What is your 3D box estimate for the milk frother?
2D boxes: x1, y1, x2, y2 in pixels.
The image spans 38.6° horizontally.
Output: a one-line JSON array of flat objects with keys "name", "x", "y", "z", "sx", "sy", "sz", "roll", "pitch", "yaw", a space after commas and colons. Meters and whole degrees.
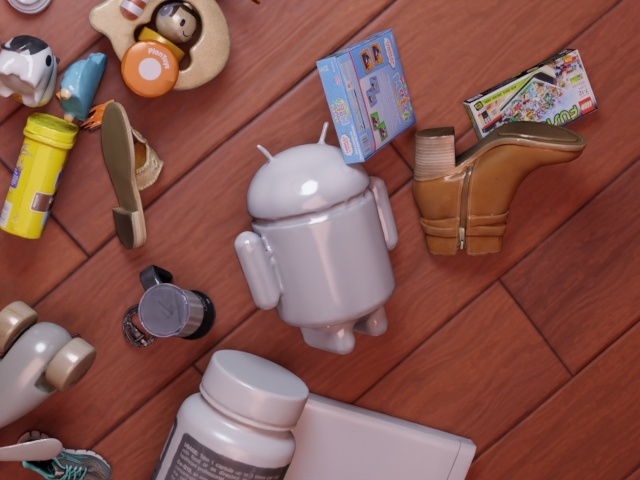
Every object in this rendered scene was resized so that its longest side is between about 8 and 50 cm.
[{"name": "milk frother", "x": -0.261, "y": 0.125, "z": 1.461, "sx": 0.129, "sy": 0.135, "sz": 0.143, "roll": 39, "pitch": 91, "yaw": 14}]

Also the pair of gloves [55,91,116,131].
[{"name": "pair of gloves", "x": -0.362, "y": -0.216, "z": 1.427, "sx": 0.074, "sy": 0.010, "sz": 0.083, "roll": -34, "pitch": 104, "yaw": -1}]

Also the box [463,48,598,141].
[{"name": "box", "x": 0.358, "y": -0.229, "z": 1.551, "sx": 0.207, "sy": 0.036, "sz": 0.114, "roll": -28, "pitch": 107, "yaw": -4}]

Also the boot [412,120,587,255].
[{"name": "boot", "x": 0.292, "y": -0.076, "z": 1.505, "sx": 0.283, "sy": 0.109, "sz": 0.220, "roll": -3, "pitch": 112, "yaw": 12}]

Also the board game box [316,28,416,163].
[{"name": "board game box", "x": 0.077, "y": -0.227, "z": 1.420, "sx": 0.039, "sy": 0.211, "sz": 0.160, "roll": -7, "pitch": 108, "yaw": 32}]

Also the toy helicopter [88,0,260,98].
[{"name": "toy helicopter", "x": -0.248, "y": -0.394, "z": 1.345, "sx": 0.235, "sy": 0.140, "sz": 0.355, "roll": -31, "pitch": 105, "yaw": -5}]

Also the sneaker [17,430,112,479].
[{"name": "sneaker", "x": -0.428, "y": 0.379, "z": 1.519, "sx": 0.166, "sy": 0.076, "sz": 0.065, "roll": 24, "pitch": 98, "yaw": -15}]

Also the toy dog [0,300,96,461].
[{"name": "toy dog", "x": -0.478, "y": 0.245, "z": 1.445, "sx": 0.333, "sy": 0.161, "sz": 0.220, "roll": -37, "pitch": 80, "yaw": 10}]

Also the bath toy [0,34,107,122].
[{"name": "bath toy", "x": -0.495, "y": -0.281, "z": 1.328, "sx": 0.348, "sy": 0.151, "sz": 0.129, "roll": 19, "pitch": 64, "yaw": -11}]

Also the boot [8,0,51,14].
[{"name": "boot", "x": -0.419, "y": -0.455, "z": 1.301, "sx": 0.095, "sy": 0.123, "sz": 0.258, "roll": 3, "pitch": 102, "yaw": -12}]

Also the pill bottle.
[{"name": "pill bottle", "x": -0.164, "y": 0.378, "z": 1.504, "sx": 0.204, "sy": 0.204, "sz": 0.361, "roll": 21, "pitch": 99, "yaw": -15}]

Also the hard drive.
[{"name": "hard drive", "x": 0.079, "y": 0.423, "z": 1.644, "sx": 0.353, "sy": 0.047, "sz": 0.233, "roll": 19, "pitch": 99, "yaw": -14}]

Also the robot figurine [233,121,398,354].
[{"name": "robot figurine", "x": 0.000, "y": 0.000, "z": 1.448, "sx": 0.300, "sy": 0.199, "sz": 0.354, "roll": -26, "pitch": 109, "yaw": -36}]

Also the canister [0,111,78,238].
[{"name": "canister", "x": -0.427, "y": -0.098, "z": 1.383, "sx": 0.073, "sy": 0.126, "sz": 0.170, "roll": 18, "pitch": 101, "yaw": -15}]

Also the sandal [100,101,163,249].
[{"name": "sandal", "x": -0.287, "y": -0.108, "z": 1.447, "sx": 0.079, "sy": 0.088, "sz": 0.240, "roll": -19, "pitch": 116, "yaw": -39}]
